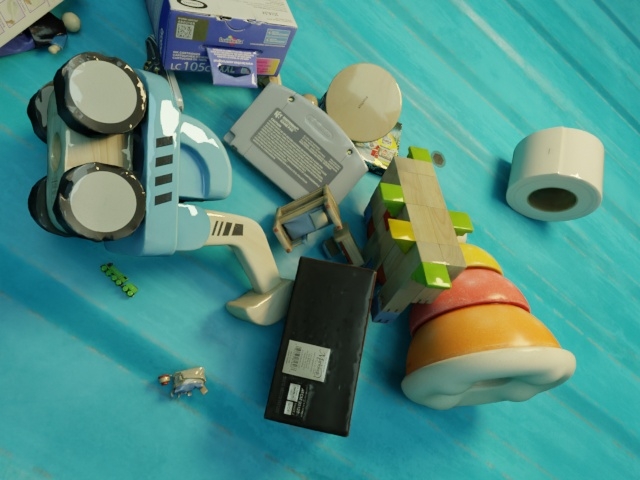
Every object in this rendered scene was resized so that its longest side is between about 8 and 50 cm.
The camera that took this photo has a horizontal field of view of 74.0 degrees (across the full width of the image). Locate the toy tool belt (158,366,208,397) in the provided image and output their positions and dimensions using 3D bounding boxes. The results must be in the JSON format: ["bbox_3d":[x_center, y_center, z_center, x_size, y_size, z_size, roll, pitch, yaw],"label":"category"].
[{"bbox_3d":[-0.254,0.269,0.788,0.084,0.052,0.051,-6,69,-26],"label":"toy tool belt"}]

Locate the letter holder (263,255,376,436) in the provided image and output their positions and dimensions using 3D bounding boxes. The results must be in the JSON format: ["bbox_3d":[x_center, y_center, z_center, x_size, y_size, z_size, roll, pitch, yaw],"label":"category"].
[{"bbox_3d":[0.007,0.213,0.871,0.152,0.214,0.301,11,74,5],"label":"letter holder"}]

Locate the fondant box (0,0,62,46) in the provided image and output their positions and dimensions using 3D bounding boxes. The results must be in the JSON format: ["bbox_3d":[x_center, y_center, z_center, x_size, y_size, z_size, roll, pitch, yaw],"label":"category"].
[{"bbox_3d":[-0.646,-0.482,0.771,0.239,0.096,0.330,28,65,3],"label":"fondant box"}]

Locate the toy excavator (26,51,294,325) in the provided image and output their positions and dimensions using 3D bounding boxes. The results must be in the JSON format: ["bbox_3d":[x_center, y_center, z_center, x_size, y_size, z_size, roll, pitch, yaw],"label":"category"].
[{"bbox_3d":[-0.226,-0.049,0.739,0.446,0.223,0.431,0,92,-43],"label":"toy excavator"}]

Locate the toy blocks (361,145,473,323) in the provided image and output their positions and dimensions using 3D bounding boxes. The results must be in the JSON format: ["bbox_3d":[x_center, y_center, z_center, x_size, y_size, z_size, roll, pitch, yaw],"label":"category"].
[{"bbox_3d":[0.179,0.008,0.955,0.191,0.260,0.381,7,51,-15],"label":"toy blocks"}]

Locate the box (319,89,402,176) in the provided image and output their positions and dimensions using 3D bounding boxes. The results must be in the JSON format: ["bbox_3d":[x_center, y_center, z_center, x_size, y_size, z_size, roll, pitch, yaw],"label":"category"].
[{"bbox_3d":[0.100,-0.276,1.118,0.233,0.044,0.159,18,68,-19],"label":"box"}]

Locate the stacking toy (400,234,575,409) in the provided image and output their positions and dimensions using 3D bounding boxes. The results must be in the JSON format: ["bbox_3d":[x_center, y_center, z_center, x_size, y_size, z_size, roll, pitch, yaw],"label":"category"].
[{"bbox_3d":[0.330,0.122,0.997,0.351,0.350,0.479,9,56,-23],"label":"stacking toy"}]

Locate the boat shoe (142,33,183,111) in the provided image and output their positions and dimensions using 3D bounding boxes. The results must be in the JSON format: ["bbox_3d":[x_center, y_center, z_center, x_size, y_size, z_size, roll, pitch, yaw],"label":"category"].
[{"bbox_3d":[-0.364,-0.359,0.914,0.083,0.065,0.183,-17,84,-30],"label":"boat shoe"}]

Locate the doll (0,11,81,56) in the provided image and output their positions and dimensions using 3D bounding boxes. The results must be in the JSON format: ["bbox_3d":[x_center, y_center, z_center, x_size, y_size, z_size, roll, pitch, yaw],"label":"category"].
[{"bbox_3d":[-0.576,-0.421,0.845,0.189,0.046,0.129,-32,91,-29],"label":"doll"}]

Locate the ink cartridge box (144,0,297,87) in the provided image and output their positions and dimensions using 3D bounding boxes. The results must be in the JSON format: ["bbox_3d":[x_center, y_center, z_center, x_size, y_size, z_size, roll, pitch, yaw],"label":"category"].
[{"bbox_3d":[-0.228,-0.512,0.926,0.270,0.151,0.395,-8,64,-29],"label":"ink cartridge box"}]

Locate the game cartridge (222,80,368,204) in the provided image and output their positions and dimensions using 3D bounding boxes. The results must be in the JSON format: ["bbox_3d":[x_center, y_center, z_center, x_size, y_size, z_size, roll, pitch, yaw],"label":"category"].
[{"bbox_3d":[-0.046,-0.207,0.976,0.297,0.062,0.198,41,89,-9],"label":"game cartridge"}]

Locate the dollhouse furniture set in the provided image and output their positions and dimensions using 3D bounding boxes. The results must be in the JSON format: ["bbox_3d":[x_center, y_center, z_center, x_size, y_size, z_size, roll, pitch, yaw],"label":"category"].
[{"bbox_3d":[0.000,0.000,0.930,0.130,0.129,0.183,-25,112,10],"label":"dollhouse furniture set"}]

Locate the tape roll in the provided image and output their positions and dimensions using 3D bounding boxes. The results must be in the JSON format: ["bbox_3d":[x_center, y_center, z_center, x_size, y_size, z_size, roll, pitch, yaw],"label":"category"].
[{"bbox_3d":[0.690,-0.188,1.255,0.246,0.246,0.169,26,66,-16],"label":"tape roll"}]

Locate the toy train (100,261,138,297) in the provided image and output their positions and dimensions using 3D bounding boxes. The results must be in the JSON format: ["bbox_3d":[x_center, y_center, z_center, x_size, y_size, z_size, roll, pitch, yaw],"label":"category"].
[{"bbox_3d":[-0.381,0.074,0.806,0.083,0.017,0.023,47,52,-6],"label":"toy train"}]

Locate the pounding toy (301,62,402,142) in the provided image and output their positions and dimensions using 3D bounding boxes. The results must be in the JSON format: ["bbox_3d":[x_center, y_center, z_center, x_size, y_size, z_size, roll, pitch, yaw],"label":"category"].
[{"bbox_3d":[0.075,-0.319,1.051,0.237,0.110,0.182,-26,99,1],"label":"pounding toy"}]

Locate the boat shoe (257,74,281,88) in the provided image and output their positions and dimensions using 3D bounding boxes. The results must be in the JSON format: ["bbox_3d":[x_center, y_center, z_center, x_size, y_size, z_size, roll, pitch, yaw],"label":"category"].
[{"bbox_3d":[-0.141,-0.408,1.039,0.059,0.063,0.169,-11,71,-25],"label":"boat shoe"}]
